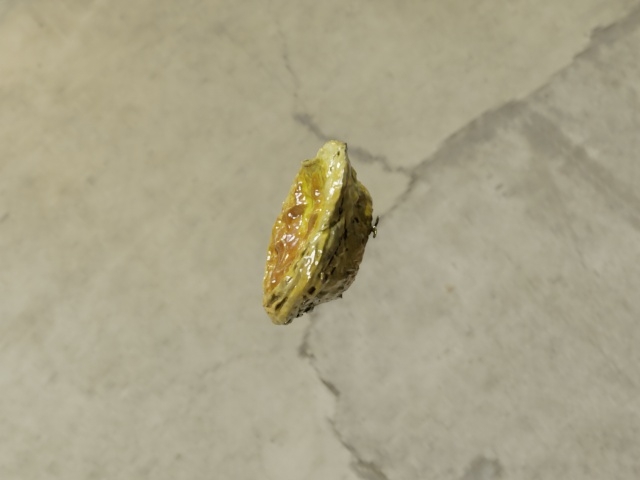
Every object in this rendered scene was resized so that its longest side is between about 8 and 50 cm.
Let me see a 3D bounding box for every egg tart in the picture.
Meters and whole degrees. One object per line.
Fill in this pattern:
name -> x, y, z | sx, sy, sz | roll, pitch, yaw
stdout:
egg tart -> 0.000, 0.000, 0.975 | 0.130, 0.052, 0.130 | -160, 90, -76
